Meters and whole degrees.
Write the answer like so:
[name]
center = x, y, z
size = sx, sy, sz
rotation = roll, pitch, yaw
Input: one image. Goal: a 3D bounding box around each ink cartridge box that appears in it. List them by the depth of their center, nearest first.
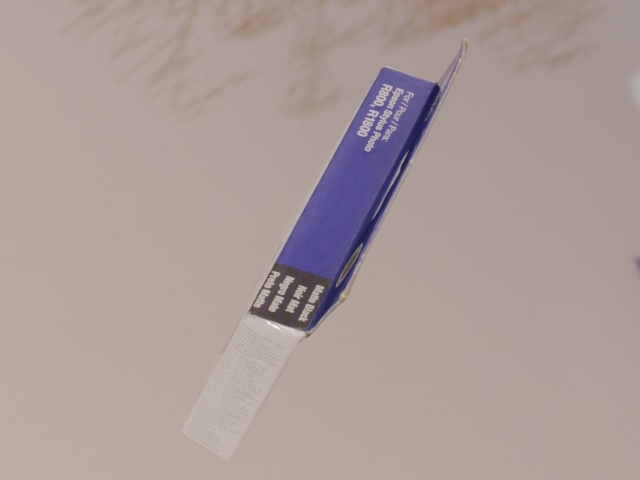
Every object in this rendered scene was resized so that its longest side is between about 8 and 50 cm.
[ink cartridge box]
center = 0.000, 0.000, 1.207
size = 0.045, 0.224, 0.223
rotation = 29, -127, -2
